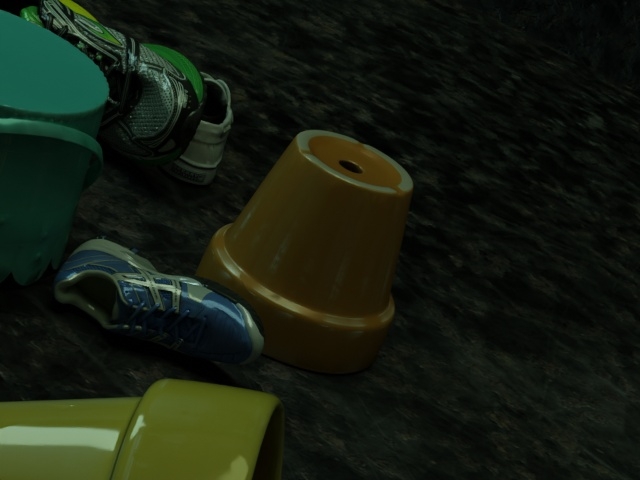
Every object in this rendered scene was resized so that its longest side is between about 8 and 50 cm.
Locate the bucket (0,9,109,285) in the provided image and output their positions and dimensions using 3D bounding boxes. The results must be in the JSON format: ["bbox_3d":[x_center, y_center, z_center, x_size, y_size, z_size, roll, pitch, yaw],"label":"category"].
[{"bbox_3d":[-0.339,-0.099,1.687,0.281,0.183,0.281,19,23,-9],"label":"bucket"}]

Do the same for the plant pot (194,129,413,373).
[{"bbox_3d":[0.000,0.000,1.805,0.205,0.188,0.205,21,22,-9],"label":"plant pot"}]

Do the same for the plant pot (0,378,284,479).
[{"bbox_3d":[-0.161,0.203,1.137,0.239,0.254,0.254,10,22,4],"label":"plant pot"}]

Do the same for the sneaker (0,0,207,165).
[{"bbox_3d":[-0.271,-0.188,2.015,0.343,0.134,0.146,28,7,31],"label":"sneaker"}]

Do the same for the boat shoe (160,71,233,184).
[{"bbox_3d":[-0.147,-0.158,2.144,0.096,0.088,0.267,21,22,-7],"label":"boat shoe"}]

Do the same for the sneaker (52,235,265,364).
[{"bbox_3d":[-0.152,0.069,1.659,0.211,0.080,0.081,20,27,16],"label":"sneaker"}]
